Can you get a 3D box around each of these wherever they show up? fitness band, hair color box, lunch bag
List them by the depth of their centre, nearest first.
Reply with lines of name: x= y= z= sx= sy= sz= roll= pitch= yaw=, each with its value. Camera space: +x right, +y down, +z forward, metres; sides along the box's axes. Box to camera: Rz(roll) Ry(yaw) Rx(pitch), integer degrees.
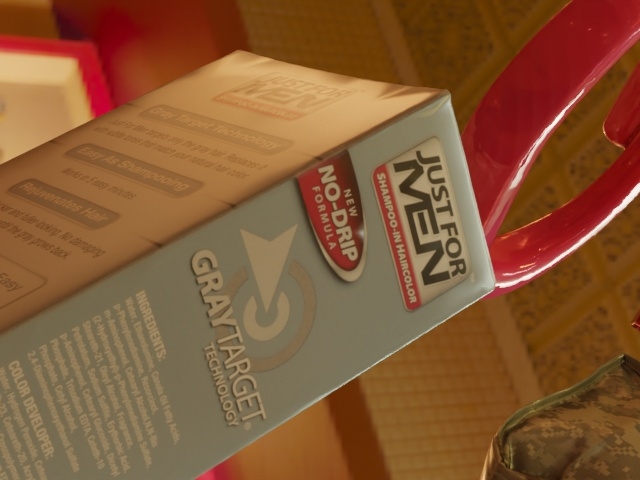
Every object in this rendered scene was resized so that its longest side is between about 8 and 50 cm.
hair color box: x=-0.123 y=0.041 z=0.711 sx=0.185 sy=0.374 sz=0.113 roll=20 pitch=-47 yaw=52
fitness band: x=0.166 y=-0.066 z=0.986 sx=0.054 sy=0.209 sz=0.291 roll=48 pitch=-30 yaw=20
lunch bag: x=0.225 y=0.265 z=1.411 sx=0.169 sy=0.287 sz=0.235 roll=36 pitch=-55 yaw=30

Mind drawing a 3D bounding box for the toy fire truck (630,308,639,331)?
toy fire truck: x=0.265 y=-0.002 z=0.975 sx=0.135 sy=0.047 sz=0.192 roll=-54 pitch=171 yaw=-13
